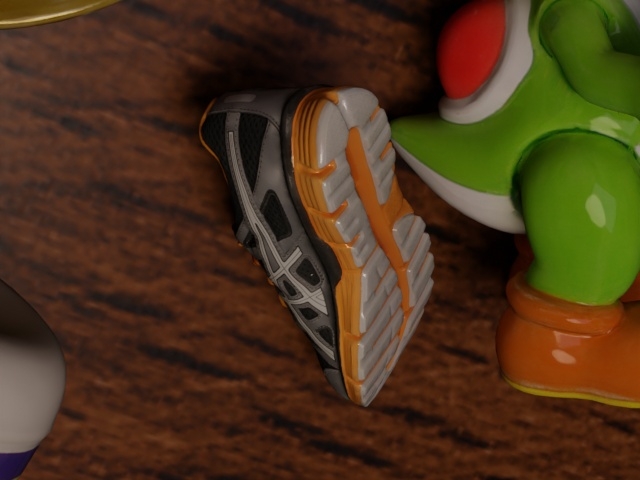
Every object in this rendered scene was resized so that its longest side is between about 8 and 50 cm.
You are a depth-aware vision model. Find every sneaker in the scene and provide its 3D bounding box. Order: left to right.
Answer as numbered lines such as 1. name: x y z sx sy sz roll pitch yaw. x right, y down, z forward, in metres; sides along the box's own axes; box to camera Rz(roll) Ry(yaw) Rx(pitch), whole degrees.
1. sneaker: 0.000 0.000 0.910 0.084 0.083 0.215 -56 147 -37

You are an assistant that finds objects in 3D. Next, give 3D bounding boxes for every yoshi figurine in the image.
1. yoshi figurine: 0.170 -0.112 0.895 0.203 0.204 0.362 -18 114 -37

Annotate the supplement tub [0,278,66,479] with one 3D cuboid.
1. supplement tub: -0.281 0.128 0.720 0.241 0.241 0.331 31 93 -31

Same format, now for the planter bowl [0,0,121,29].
1. planter bowl: -0.132 -0.195 0.740 0.217 0.090 0.217 -12 144 -9
